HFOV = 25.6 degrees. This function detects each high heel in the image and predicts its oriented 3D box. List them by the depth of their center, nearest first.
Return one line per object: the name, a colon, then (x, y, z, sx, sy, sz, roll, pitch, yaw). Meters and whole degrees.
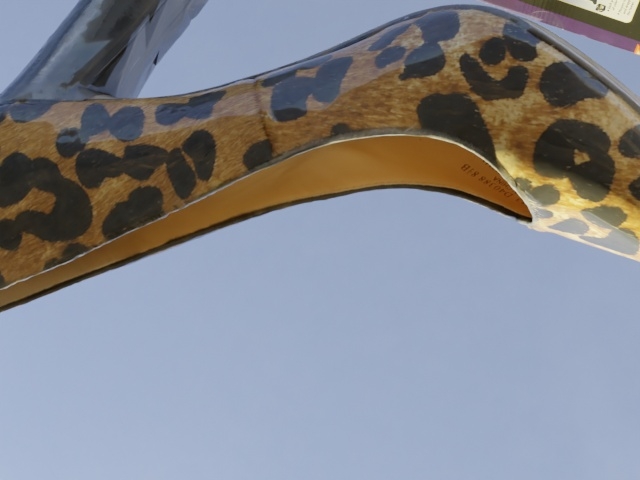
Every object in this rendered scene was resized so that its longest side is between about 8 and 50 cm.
high heel: (0.000, 0.000, 0.481, 0.261, 0.093, 0.186, 30, -102, 18)

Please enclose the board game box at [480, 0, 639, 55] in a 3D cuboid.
board game box: (0.133, -0.170, 0.650, 0.141, 0.048, 0.170, 22, -33, 7)
